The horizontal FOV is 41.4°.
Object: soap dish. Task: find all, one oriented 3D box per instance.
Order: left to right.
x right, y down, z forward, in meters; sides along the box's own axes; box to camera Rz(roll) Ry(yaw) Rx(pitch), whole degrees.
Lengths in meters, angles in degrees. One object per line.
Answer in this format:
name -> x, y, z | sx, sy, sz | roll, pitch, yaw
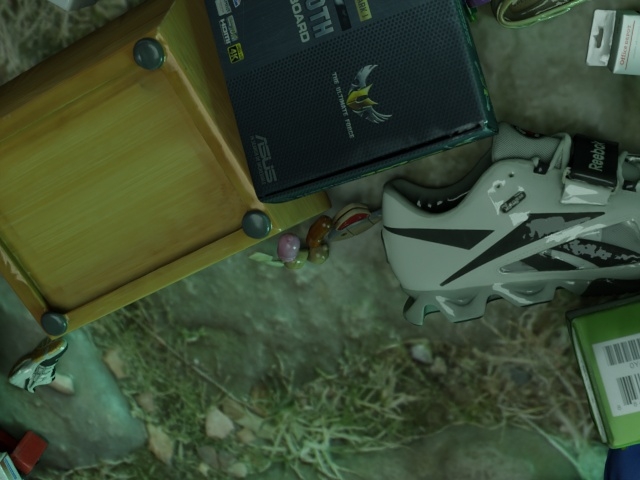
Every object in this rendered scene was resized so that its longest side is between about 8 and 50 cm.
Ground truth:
soap dish -> -0.172, -0.055, 0.729 | 0.291, 0.118, 0.229 | -25, 108, 17

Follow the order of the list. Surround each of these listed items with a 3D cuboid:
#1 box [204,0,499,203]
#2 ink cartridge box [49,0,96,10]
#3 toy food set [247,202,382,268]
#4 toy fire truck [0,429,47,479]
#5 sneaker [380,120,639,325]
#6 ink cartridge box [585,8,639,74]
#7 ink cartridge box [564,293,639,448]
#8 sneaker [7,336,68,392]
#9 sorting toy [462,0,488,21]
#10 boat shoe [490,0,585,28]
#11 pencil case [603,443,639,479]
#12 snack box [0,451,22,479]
box -> 0.013, -0.162, 0.635 | 0.183, 0.059, 0.232 | -16, 87, 20
ink cartridge box -> -0.208, -0.273, 0.668 | 0.109, 0.063, 0.150 | 29, 112, -7
toy food set -> 0.000, 0.000, 0.758 | 0.122, 0.078, 0.019 | -28, 67, 21
toy fire truck -> -0.374, 0.221, 0.911 | 0.135, 0.047, 0.192 | 40, 113, -9
sneaker -> 0.203, -0.035, 0.688 | 0.331, 0.122, 0.146 | -15, 107, 17
ink cartridge box -> 0.260, -0.158, 0.680 | 0.083, 0.028, 0.048 | 4, 113, 6
ink cartridge box -> 0.301, 0.080, 0.687 | 0.189, 0.255, 0.097 | -16, 85, 13
sneaker -> -0.283, 0.127, 0.873 | 0.083, 0.032, 0.037 | -34, 119, 24
sorting toy -> 0.107, -0.186, 0.670 | 0.102, 0.061, 0.042 | -14, 113, 37
boat shoe -> 0.204, -0.210, 0.653 | 0.153, 0.048, 0.056 | -24, 109, 16
pencil case -> 0.414, 0.251, 0.783 | 0.306, 0.133, 0.119 | 26, 106, -6
snack box -> -0.394, 0.269, 0.897 | 0.178, 0.022, 0.064 | -15, 109, 19
